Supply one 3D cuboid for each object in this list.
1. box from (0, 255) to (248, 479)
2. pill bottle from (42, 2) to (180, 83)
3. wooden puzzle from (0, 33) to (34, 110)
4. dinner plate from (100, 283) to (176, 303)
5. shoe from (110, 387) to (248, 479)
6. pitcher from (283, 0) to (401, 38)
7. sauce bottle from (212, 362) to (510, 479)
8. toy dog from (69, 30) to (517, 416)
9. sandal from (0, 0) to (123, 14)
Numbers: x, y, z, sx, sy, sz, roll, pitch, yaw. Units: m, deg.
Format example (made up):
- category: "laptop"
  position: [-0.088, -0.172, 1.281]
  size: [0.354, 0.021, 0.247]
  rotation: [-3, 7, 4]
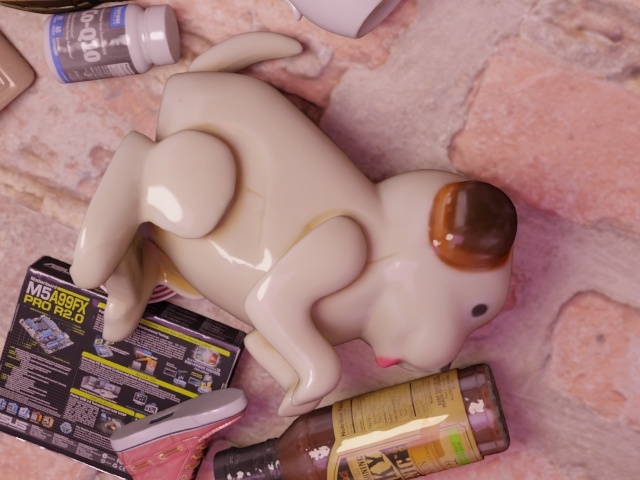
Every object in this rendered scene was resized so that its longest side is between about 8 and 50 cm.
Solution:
- category: "box"
  position: [-0.249, 0.167, 1.249]
  size: [0.270, 0.060, 0.216]
  rotation: [20, 104, 1]
- category: "pill bottle"
  position: [-0.229, -0.219, 1.145]
  size: [0.137, 0.078, 0.078]
  rotation: [-7, 103, 7]
- category: "wooden puzzle"
  position: [-0.477, -0.188, 1.144]
  size: [0.239, 0.044, 0.221]
  rotation: [-45, 106, -15]
- category: "dinner plate"
  position: [-0.207, 0.003, 1.210]
  size: [0.141, 0.017, 0.141]
  rotation: [0, 87, -8]
- category: "shoe"
  position: [-0.151, 0.233, 1.194]
  size: [0.178, 0.063, 0.081]
  rotation: [-21, 102, 16]
- category: "pitcher"
  position: [-0.020, -0.296, 1.094]
  size: [0.207, 0.125, 0.178]
  rotation: [45, 125, 5]
- category: "sauce bottle"
  position: [0.045, 0.238, 1.210]
  size: [0.344, 0.111, 0.111]
  rotation: [-18, 101, 12]
- category: "toy dog"
  position: [0.000, 0.000, 1.098]
  size: [0.407, 0.285, 0.396]
  rotation: [18, 61, 2]
- category: "sandal"
  position: [-0.271, -0.285, 1.142]
  size: [0.180, 0.072, 0.049]
  rotation: [-10, 87, 7]
